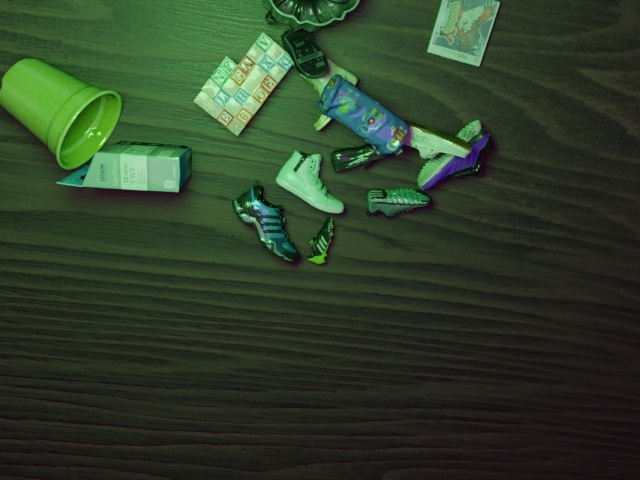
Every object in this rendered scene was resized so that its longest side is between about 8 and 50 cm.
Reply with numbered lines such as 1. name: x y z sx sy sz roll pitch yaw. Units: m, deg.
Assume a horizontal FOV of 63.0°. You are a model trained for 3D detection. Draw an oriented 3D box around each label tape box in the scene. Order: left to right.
1. label tape box: -0.590 -0.237 1.609 0.347 0.249 0.115 5 108 -7

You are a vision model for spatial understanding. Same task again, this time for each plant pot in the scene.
1. plant pot: -0.788 -0.397 1.555 0.253 0.276 0.276 34 102 -2

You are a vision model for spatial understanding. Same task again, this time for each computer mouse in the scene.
1. computer mouse: -0.036 -0.608 1.592 0.184 0.060 0.262 -32 83 -19

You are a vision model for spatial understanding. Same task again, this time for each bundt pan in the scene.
1. bundt pan: -0.041 -0.758 1.517 0.330 0.124 0.331 1 87 -13

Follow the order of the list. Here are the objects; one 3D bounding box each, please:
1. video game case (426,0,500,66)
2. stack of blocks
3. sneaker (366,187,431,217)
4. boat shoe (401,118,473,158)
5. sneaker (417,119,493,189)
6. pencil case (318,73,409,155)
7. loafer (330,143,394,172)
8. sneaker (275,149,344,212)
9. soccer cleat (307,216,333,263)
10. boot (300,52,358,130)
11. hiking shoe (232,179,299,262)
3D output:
1. video game case: 0.458 -0.683 1.675 0.183 0.023 0.202 12 106 -9
2. stack of blocks: -0.238 -0.502 1.638 0.171 0.087 0.297 38 101 -16
3. sneaker: 0.272 -0.126 1.826 0.223 0.083 0.098 3 129 -1
4. boat shoe: 0.359 -0.314 1.711 0.277 0.098 0.096 26 117 24
5. sneaker: 0.470 -0.255 1.775 0.293 0.102 0.146 -44 107 9
6. pencil case: 0.133 -0.382 1.625 0.306 0.119 0.133 31 104 -19
7. loafer: 0.146 -0.279 1.757 0.223 0.076 0.078 -10 114 3
8. sneaker: -0.006 -0.200 1.751 0.255 0.094 0.151 29 109 -11
9. soccer cleat: 0.000 0.000 1.841 0.072 0.060 0.179 12 109 -7
10. boot: -0.001 -0.478 1.675 0.165 0.077 0.213 34 97 -15
11. hiking shoe: -0.161 -0.053 1.779 0.132 0.113 0.304 -40 107 9
